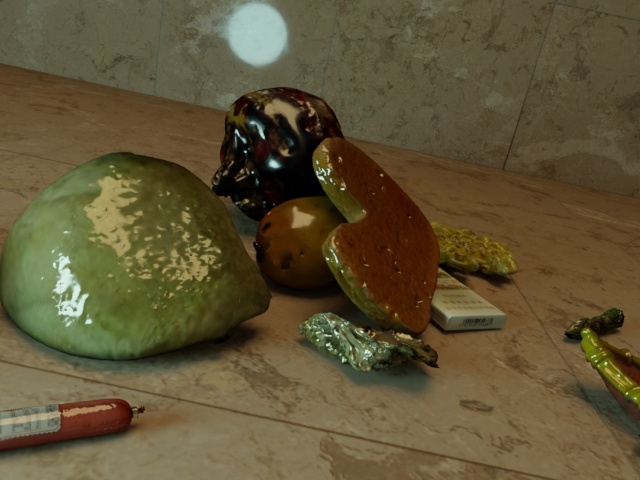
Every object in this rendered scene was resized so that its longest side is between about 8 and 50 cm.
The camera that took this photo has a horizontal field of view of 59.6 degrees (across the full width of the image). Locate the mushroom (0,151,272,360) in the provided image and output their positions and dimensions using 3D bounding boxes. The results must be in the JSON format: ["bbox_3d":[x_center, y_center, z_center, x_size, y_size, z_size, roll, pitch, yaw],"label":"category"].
[{"bbox_3d":[-0.189,0.012,0.666,0.217,0.211,0.292,18,12,40],"label":"mushroom"}]

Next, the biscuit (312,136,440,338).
[{"bbox_3d":[0.069,-0.009,0.822,0.262,0.052,0.277,40,38,-16],"label":"biscuit"}]

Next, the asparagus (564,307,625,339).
[{"bbox_3d":[0.446,0.137,0.910,0.165,0.036,0.030,-4,17,-37],"label":"asparagus"}]

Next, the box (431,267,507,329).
[{"bbox_3d":[0.186,0.081,0.921,0.122,0.032,0.220,2,21,-29],"label":"box"}]

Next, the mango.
[{"bbox_3d":[0.000,0.000,0.905,0.249,0.151,0.156,-5,56,-55],"label":"mango"}]

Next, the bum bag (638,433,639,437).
[{"bbox_3d":[0.402,0.241,0.591,0.124,0.034,0.058,23,8,29],"label":"bum bag"}]

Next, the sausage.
[{"bbox_3d":[-0.268,0.154,0.442,0.253,0.034,0.034,1,22,-30],"label":"sausage"}]

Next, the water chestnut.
[{"bbox_3d":[-0.074,-0.149,1.076,0.289,0.289,0.244,13,24,2],"label":"water chestnut"}]

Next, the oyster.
[{"bbox_3d":[0.057,0.126,0.684,0.177,0.056,0.105,14,7,5],"label":"oyster"}]

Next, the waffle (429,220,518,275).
[{"bbox_3d":[0.267,0.012,1.127,0.261,0.056,0.250,16,15,19],"label":"waffle"}]

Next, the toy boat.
[{"bbox_3d":[0.455,0.202,0.647,0.318,0.099,0.141,22,18,34],"label":"toy boat"}]
